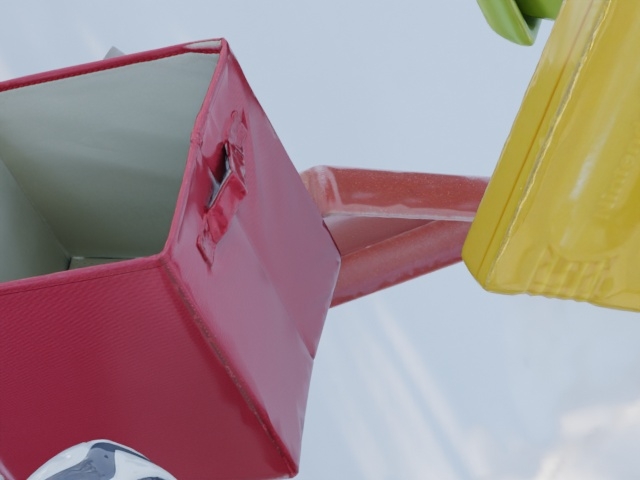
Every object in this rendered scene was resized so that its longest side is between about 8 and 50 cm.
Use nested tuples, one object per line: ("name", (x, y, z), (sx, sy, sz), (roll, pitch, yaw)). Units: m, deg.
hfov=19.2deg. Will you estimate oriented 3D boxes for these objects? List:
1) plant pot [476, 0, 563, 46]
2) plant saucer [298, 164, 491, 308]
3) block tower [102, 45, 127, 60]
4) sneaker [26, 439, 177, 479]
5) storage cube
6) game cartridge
("plant pot", (0.211, -0.304, 1.578), (0.228, 0.207, 0.227), (62, -154, -23))
("plant saucer", (0.000, 0.000, 1.379), (0.259, 0.258, 0.048), (-21, 75, 41))
("block tower", (-0.215, 0.013, 1.513), (0.097, 0.335, 0.091), (34, 180, 16))
("sneaker", (-0.119, 0.194, 0.764), (0.153, 0.235, 0.094), (19, 144, 54))
("storage cube", (-0.118, 0.023, 1.117), (0.184, 0.215, 0.193), (-78, -30, -43))
("game cartridge", (0.267, -0.080, 1.031), (0.053, 0.323, 0.285), (56, 133, 51))
